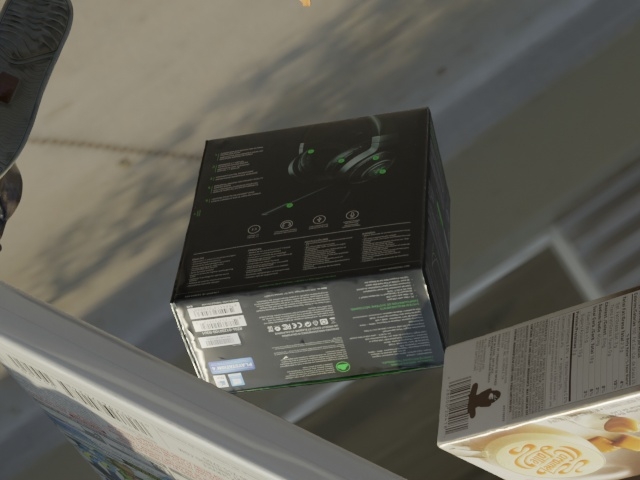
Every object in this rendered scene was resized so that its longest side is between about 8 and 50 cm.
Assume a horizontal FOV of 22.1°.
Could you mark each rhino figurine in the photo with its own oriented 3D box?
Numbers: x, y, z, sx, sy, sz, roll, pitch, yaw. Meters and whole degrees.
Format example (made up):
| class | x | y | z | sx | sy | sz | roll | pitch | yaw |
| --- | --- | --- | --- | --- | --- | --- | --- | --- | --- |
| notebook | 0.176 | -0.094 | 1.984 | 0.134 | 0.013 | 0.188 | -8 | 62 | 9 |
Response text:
| class | x | y | z | sx | sy | sz | roll | pitch | yaw |
| --- | --- | --- | --- | --- | --- | --- | --- | --- | --- |
| rhino figurine | -0.403 | -0.099 | 1.938 | 0.073 | 0.243 | 0.106 | 11 | 124 | -28 |

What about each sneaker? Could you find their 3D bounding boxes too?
| class | x | y | z | sx | sy | sz | roll | pitch | yaw |
| --- | --- | --- | --- | --- | --- | --- | --- | --- | --- |
| sneaker | -0.287 | -0.125 | 1.471 | 0.222 | 0.083 | 0.118 | -59 | -172 | -3 |

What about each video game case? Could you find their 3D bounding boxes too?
| class | x | y | z | sx | sy | sz | roll | pitch | yaw |
| --- | --- | --- | --- | --- | --- | --- | --- | --- | --- |
| video game case | -0.031 | 0.160 | 0.994 | 0.036 | 0.329 | 0.300 | -59 | 156 | -19 |

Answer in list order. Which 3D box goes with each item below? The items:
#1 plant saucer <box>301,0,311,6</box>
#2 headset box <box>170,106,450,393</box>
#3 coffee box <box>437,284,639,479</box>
| class | x | y | z | sx | sy | sz | roll | pitch | yaw |
| --- | --- | --- | --- | --- | --- | --- | --- | --- | --- |
| plant saucer | -0.016 | -0.250 | 1.454 | 0.013 | 0.084 | 0.083 | -2 | 164 | 0 |
| headset box | 0.000 | 0.000 | 1.643 | 0.246 | 0.283 | 0.131 | -8 | 128 | 11 |
| coffee box | 0.234 | 0.127 | 1.359 | 0.141 | 0.098 | 0.246 | 28 | 146 | -34 |
